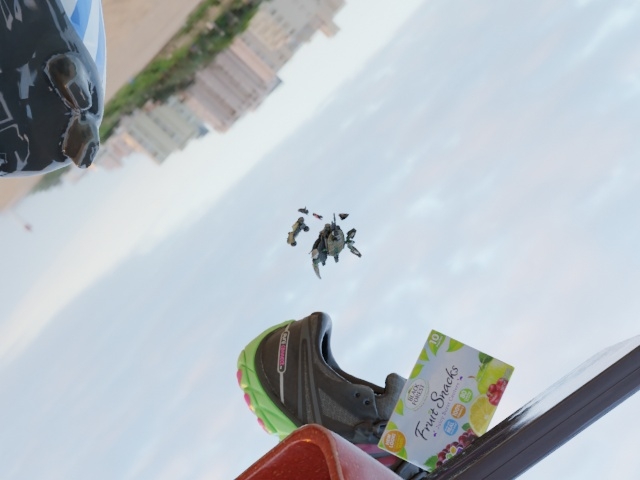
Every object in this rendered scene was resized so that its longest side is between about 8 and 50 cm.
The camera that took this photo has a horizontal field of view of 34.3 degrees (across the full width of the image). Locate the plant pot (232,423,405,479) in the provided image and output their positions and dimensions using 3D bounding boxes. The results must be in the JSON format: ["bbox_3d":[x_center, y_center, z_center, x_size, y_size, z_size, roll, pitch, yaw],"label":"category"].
[{"bbox_3d":[0.019,0.283,0.435,0.267,0.236,0.267,-42,-140,24],"label":"plant pot"}]

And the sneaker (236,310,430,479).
[{"bbox_3d":[0.081,0.298,1.447,0.202,0.483,0.185,-40,170,1],"label":"sneaker"}]

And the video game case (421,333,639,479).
[{"bbox_3d":[0.157,0.131,0.746,0.196,0.026,0.274,-35,169,-2],"label":"video game case"}]

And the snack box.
[{"bbox_3d":[0.137,0.181,1.127,0.141,0.100,0.037,-65,169,-4],"label":"snack box"}]

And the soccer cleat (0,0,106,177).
[{"bbox_3d":[-0.157,-0.168,0.474,0.116,0.143,0.331,-10,146,-21],"label":"soccer cleat"}]

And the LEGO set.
[{"bbox_3d":[0.000,-0.003,0.806,0.023,0.083,0.054,18,-112,42],"label":"LEGO set"}]
